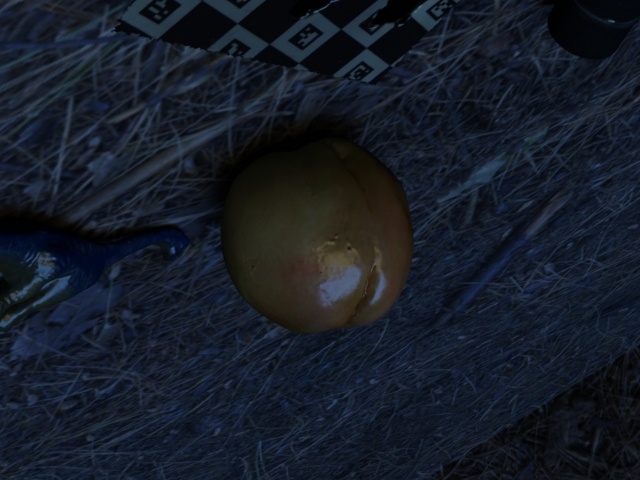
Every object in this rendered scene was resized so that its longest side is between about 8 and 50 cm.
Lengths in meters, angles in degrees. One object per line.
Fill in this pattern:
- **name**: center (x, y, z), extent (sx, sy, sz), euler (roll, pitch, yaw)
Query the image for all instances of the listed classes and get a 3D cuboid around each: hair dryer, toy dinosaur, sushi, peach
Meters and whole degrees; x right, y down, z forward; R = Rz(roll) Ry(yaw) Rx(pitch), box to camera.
- **hair dryer**: center (0.312, -0.244, 1.000), extent (0.219, 0.071, 0.124), euler (-20, 155, -30)
- **toy dinosaur**: center (-0.217, -0.005, 0.960), extent (0.188, 0.075, 0.248), euler (-33, 151, -11)
- **sushi**: center (0.005, -0.205, 0.788), extent (0.279, 0.043, 0.192), euler (3, 142, -47)
- **peach**: center (0.000, 0.000, 1.025), extent (0.184, 0.184, 0.184), euler (-22, 155, -11)
